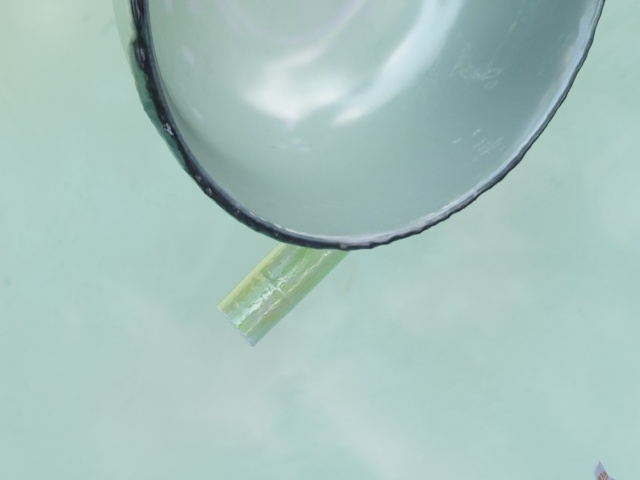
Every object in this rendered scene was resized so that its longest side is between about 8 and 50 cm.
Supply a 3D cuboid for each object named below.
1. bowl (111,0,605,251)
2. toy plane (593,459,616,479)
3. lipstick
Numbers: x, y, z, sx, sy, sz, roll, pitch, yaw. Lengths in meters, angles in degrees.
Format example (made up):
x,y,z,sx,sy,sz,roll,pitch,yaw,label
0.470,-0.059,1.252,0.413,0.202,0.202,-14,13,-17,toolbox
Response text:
x,y,z,sx,sy,sz,roll,pitch,yaw,label
0.011,-0.188,0.517,0.353,0.354,0.185,-21,35,-24,bowl
0.214,0.278,0.626,0.197,0.053,0.078,-45,109,-34,toy plane
0.000,0.000,0.943,0.304,0.076,0.076,-44,89,-9,lipstick
